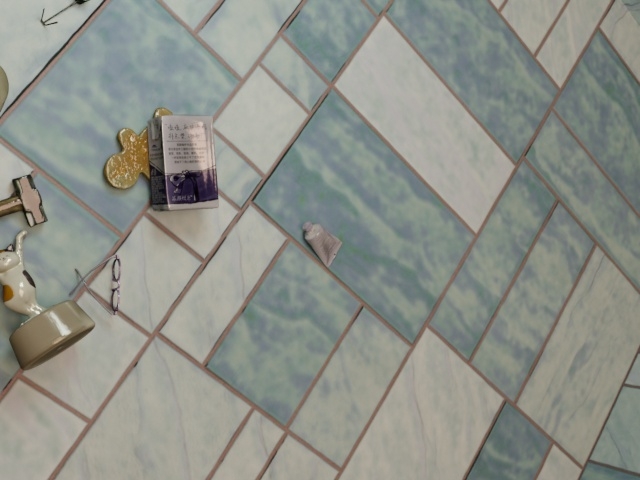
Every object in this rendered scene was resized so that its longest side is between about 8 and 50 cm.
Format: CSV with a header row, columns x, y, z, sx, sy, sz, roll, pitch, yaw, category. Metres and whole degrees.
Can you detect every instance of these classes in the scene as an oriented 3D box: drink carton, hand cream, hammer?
x,y,z,sx,sy,sz,roll,pitch,yaw,category
-0.324,-0.182,1.846,0.134,0.102,0.222,-5,94,-32,drink carton
0.000,0.000,2.115,0.142,0.053,0.084,47,67,-39,hand cream
-0.765,-0.031,1.642,0.366,0.043,0.111,-23,103,-28,hammer

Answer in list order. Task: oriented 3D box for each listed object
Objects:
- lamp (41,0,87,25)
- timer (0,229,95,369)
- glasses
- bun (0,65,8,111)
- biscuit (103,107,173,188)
x,y,z,sx,sy,sz,roll,pitch,yaw,category
-0.570,-0.525,1.762,0.121,0.054,0.041,-47,113,-32,lamp
-0.629,0.122,1.679,0.175,0.175,0.266,-34,88,-28,timer
-0.510,0.098,1.782,0.104,0.063,0.139,5,86,-30,glasses
-0.735,-0.327,1.613,0.173,0.167,0.113,30,31,-35,bun
-0.416,-0.209,1.861,0.234,0.030,0.153,-47,112,-23,biscuit
